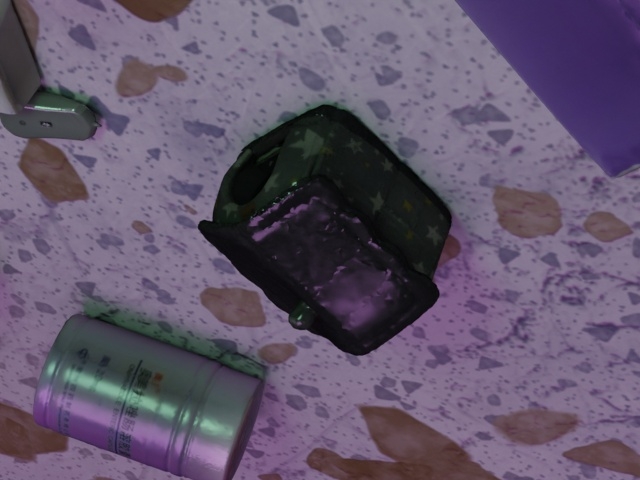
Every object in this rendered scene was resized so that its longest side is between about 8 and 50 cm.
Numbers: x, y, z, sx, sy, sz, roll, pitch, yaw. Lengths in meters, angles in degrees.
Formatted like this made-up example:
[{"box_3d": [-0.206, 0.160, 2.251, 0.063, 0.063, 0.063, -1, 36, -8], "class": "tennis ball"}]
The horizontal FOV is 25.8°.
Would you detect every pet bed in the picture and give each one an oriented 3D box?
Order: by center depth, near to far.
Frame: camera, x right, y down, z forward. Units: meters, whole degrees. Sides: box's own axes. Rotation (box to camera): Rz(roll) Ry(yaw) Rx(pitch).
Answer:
[{"box_3d": [0.000, 0.000, 1.387, 0.183, 0.159, 0.211, -21, 126, 43], "class": "pet bed"}]

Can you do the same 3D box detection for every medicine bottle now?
[{"box_3d": [-0.212, 0.202, 1.744, 0.254, 0.152, 0.152, 19, 142, 6], "class": "medicine bottle"}]

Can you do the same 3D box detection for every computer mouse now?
[{"box_3d": [-0.283, -0.133, 1.476, 0.110, 0.032, 0.056, 5, 141, 6], "class": "computer mouse"}]

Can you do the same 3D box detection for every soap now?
[{"box_3d": [-0.391, -0.196, 1.429, 0.183, 0.063, 0.121, 8, 141, 19], "class": "soap"}]

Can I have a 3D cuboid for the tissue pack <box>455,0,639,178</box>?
[{"box_3d": [0.204, -0.230, 0.955, 0.338, 0.160, 0.242, 47, 135, -11], "class": "tissue pack"}]
